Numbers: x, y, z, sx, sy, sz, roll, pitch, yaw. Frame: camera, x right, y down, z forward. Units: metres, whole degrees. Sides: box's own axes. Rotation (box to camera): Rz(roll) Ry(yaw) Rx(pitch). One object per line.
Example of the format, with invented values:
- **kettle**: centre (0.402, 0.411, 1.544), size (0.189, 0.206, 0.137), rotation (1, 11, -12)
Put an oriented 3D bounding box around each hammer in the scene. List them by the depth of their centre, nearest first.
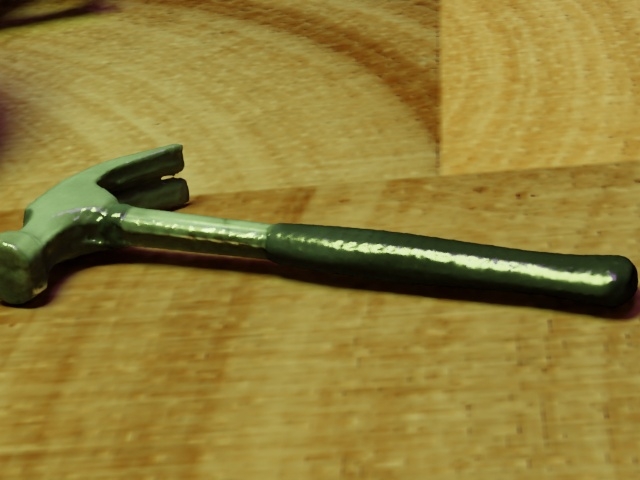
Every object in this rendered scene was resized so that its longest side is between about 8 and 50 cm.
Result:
- **hammer**: centre (0.000, 0.000, 0.598), size (0.246, 0.029, 0.103), rotation (5, 29, 22)
